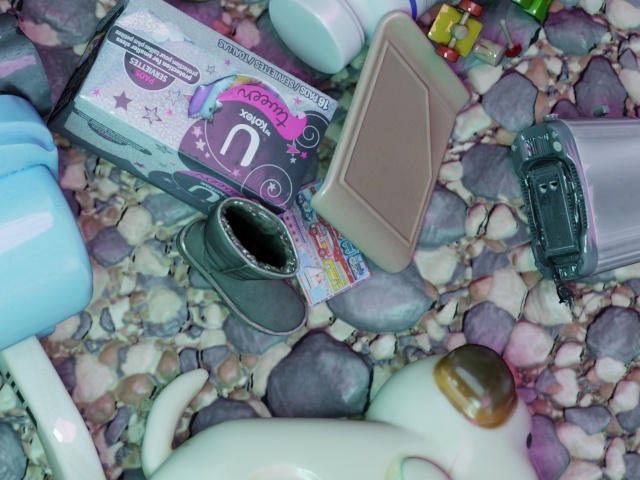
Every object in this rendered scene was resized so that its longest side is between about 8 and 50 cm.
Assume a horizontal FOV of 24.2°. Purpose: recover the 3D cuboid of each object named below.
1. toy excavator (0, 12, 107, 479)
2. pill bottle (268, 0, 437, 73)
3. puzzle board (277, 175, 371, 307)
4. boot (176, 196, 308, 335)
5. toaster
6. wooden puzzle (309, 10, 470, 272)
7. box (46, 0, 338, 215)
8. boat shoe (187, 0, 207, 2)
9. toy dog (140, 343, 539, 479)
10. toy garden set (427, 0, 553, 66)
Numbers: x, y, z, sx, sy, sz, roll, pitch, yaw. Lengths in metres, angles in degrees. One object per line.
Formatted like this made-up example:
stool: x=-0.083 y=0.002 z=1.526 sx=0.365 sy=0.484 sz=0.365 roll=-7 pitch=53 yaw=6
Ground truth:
toy excavator: x=-0.305 y=0.080 z=1.432 sx=0.222 sy=0.433 sz=0.445 roll=-24 pitch=65 yaw=-22
pill bottle: x=0.071 y=-0.316 z=1.681 sx=0.272 sy=0.152 sz=0.152 roll=-45 pitch=101 yaw=-19
puzzle board: x=0.000 y=0.000 z=1.680 sx=0.096 sy=0.011 sz=0.128 roll=-26 pitch=94 yaw=-38
boot: x=-0.059 y=0.029 z=1.559 sx=0.190 sy=0.208 sz=0.076 roll=37 pitch=69 yaw=-15
toaster: x=0.329 y=-0.046 z=1.767 sx=0.146 sy=0.129 sz=0.227 roll=-11 pitch=87 yaw=-25
wooden puzzle: x=0.077 y=-0.106 z=1.667 sx=0.221 sy=0.044 sz=0.238 roll=40 pitch=68 yaw=-55
box: x=-0.137 y=-0.131 z=1.571 sx=0.247 sy=0.163 sz=0.142 roll=28 pitch=73 yaw=-16
boat shoe: x=-0.032 y=-0.393 z=1.664 sx=0.342 sy=0.123 sz=0.123 roll=-39 pitch=99 yaw=-21
toy dog: x=0.046 y=0.275 z=1.572 sx=0.408 sy=0.284 sz=0.395 roll=-24 pitch=57 yaw=-21
toy garden set: x=0.207 y=-0.291 z=1.717 sx=0.049 sy=0.244 sz=0.203 roll=29 pitch=98 yaw=22
